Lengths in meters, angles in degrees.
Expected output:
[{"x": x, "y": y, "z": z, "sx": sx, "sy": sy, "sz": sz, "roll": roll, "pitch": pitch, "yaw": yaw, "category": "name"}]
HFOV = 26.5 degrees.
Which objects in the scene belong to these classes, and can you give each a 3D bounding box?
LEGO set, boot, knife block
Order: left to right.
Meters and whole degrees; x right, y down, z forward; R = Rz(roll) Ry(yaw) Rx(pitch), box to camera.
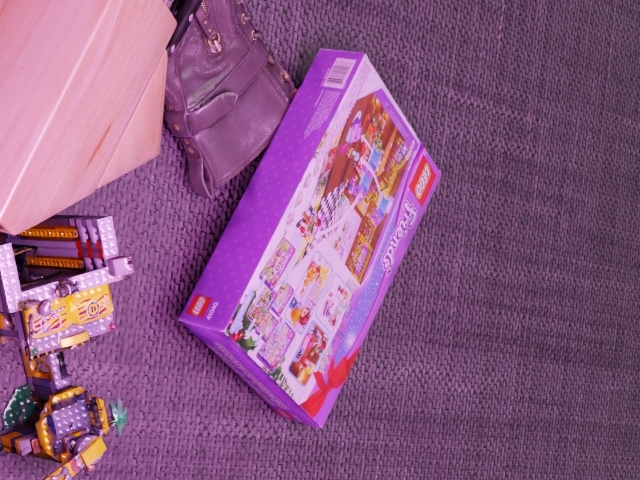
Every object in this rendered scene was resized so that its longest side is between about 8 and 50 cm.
[{"x": -0.264, "y": 0.102, "z": 0.970, "sx": 0.331, "sy": 0.192, "sz": 0.255, "roll": -7, "pitch": 96, "yaw": -41, "category": "LEGO set"}, {"x": -0.175, "y": -0.161, "z": 0.959, "sx": 0.275, "sy": 0.088, "sz": 0.242, "roll": -39, "pitch": 141, "yaw": -56, "category": "knife block"}, {"x": -0.084, "y": -0.198, "z": 1.203, "sx": 0.263, "sy": 0.091, "sz": 0.229, "roll": -54, "pitch": 129, "yaw": -22, "category": "boot"}]

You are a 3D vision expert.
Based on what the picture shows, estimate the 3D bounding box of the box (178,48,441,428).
[{"x": 0.000, "y": 0.000, "z": 1.257, "sx": 0.293, "sy": 0.057, "sz": 0.201, "roll": -63, "pitch": 143, "yaw": -20, "category": "box"}]
